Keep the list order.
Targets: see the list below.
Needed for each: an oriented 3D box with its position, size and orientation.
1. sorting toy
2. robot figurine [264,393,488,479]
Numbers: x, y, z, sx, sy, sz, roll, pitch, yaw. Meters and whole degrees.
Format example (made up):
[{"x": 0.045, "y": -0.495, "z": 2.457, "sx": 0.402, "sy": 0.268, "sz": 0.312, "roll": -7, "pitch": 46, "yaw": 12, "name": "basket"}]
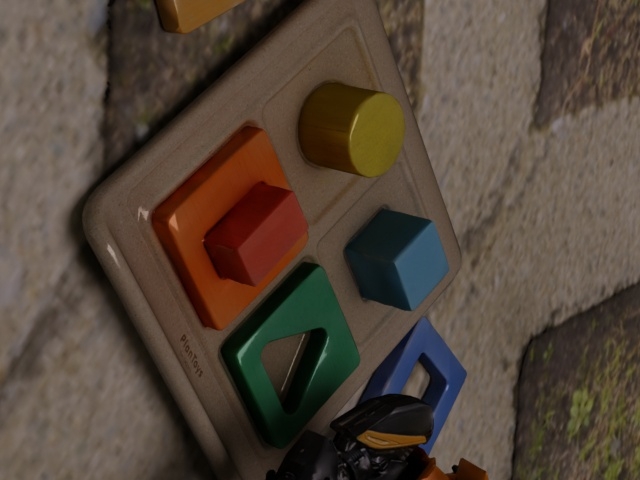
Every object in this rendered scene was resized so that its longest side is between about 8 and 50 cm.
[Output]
[{"x": 0.000, "y": 0.000, "z": 0.624, "sx": 0.196, "sy": 0.047, "sz": 0.347, "roll": -50, "pitch": 134, "yaw": -32, "name": "sorting toy"}, {"x": -0.006, "y": 0.205, "z": 0.593, "sx": 0.291, "sy": 0.085, "sz": 0.211, "roll": -46, "pitch": 135, "yaw": -31, "name": "robot figurine"}]
